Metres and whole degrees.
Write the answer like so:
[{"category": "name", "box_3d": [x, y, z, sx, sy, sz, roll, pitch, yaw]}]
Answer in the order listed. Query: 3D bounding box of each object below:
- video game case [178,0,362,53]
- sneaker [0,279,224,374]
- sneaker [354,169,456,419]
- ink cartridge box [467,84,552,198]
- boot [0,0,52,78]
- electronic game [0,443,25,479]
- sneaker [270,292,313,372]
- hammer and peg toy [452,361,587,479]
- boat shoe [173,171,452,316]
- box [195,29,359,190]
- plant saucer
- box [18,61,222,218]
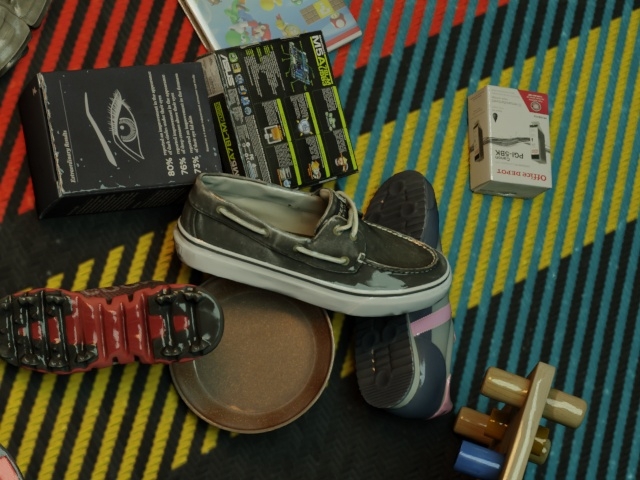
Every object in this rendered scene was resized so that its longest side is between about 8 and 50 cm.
[{"category": "video game case", "box_3d": [-0.096, -0.345, 2.036, 0.204, 0.025, 0.285, -30, 91, -27]}, {"category": "sneaker", "box_3d": [-0.246, 0.098, 1.818, 0.276, 0.135, 0.098, -3, 90, -1]}, {"category": "sneaker", "box_3d": [0.117, 0.073, 1.997, 0.131, 0.112, 0.319, 28, 60, -45]}, {"category": "ink cartridge box", "box_3d": [0.253, -0.131, 2.118, 0.099, 0.056, 0.135, 5, 74, -24]}, {"category": "boot", "box_3d": [-0.423, -0.241, 1.836, 0.161, 0.083, 0.246, 41, 66, -16]}, {"category": "electronic game", "box_3d": [-0.425, 0.301, 1.711, 0.229, 0.048, 0.229, 6, 74, -22]}, {"category": "sneaker", "box_3d": [-0.037, 0.074, 1.940, 0.086, 0.064, 0.192, 22, 76, 3]}, {"category": "hammer and peg toy", "box_3d": [0.192, 0.337, 1.858, 0.127, 0.266, 0.361, 20, 67, 2]}, {"category": "boat shoe", "box_3d": [0.000, 0.000, 1.842, 0.335, 0.119, 0.121, 9, 36, -11]}, {"category": "box", "box_3d": [-0.051, -0.153, 1.958, 0.184, 0.045, 0.191, -19, 95, -44]}, {"category": "plant saucer", "box_3d": [-0.080, 0.131, 1.879, 0.198, 0.036, 0.199, -1, 77, 5]}, {"category": "box", "box_3d": [-0.236, -0.119, 1.868, 0.207, 0.108, 0.153, -6, 79, -25]}]
